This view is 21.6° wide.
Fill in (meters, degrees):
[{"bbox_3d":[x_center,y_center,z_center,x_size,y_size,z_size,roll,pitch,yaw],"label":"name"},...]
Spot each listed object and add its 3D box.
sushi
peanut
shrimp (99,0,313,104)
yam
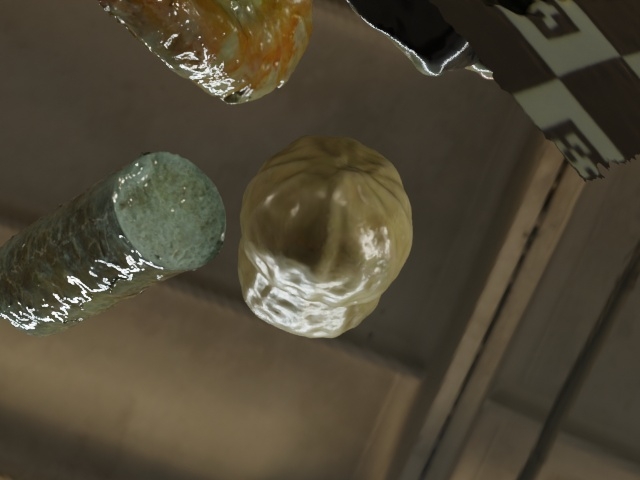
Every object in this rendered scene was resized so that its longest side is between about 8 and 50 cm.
[{"bbox_3d":[0.084,-0.146,0.929,0.296,0.373,0.100,50,-59,7],"label":"sushi"},{"bbox_3d":[0.000,0.000,0.772,0.082,0.187,0.082,1,-104,-4],"label":"peanut"},{"bbox_3d":[-0.088,-0.194,1.194,0.062,0.294,0.154,17,-94,30],"label":"shrimp"},{"bbox_3d":[-0.173,0.010,1.282,0.093,0.093,0.259,54,-37,-8],"label":"yam"}]
